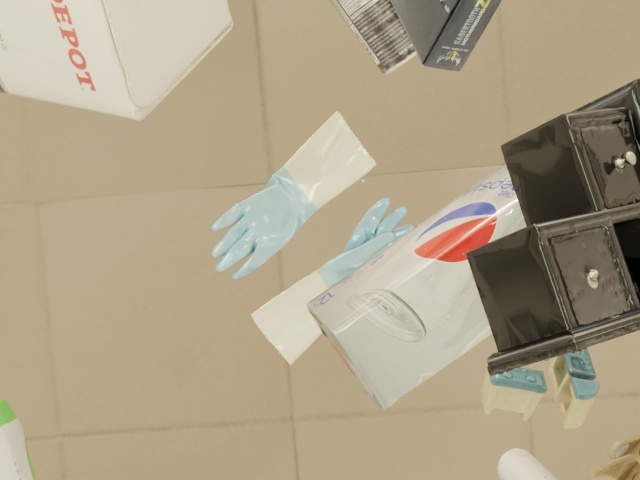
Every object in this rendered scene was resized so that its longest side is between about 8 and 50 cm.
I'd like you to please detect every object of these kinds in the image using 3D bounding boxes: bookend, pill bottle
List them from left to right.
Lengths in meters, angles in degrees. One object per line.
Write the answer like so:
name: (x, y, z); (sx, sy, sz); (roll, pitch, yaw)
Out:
pill bottle: (0.079, -0.385, 1.837); (0.130, 0.130, 0.246); (-35, 95, 3)
bookend: (0.157, -0.012, 0.760); (0.156, 0.072, 0.157); (-10, 79, -41)

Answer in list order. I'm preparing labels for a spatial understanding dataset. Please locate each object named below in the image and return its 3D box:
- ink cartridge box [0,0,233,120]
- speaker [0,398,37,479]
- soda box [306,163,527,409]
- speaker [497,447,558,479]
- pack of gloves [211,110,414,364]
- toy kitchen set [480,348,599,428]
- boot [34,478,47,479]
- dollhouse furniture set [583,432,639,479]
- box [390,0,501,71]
ink cartridge box: (-0.300, -0.289, 1.056); (0.395, 0.166, 0.285); (14, 137, 27)
speaker: (-0.361, 0.335, 1.356); (0.131, 0.131, 0.296); (-17, 92, 3)
soda box: (0.135, 0.025, 1.110); (0.286, 0.091, 0.098); (-34, 110, -6)
speaker: (0.275, 0.315, 1.568); (0.055, 0.136, 0.055); (-2, 100, -11)
pack of gloves: (0.000, 0.000, 1.388); (0.232, 0.046, 0.195); (-43, 114, -15)
toy kitchen set: (0.315, 0.155, 1.772); (0.166, 0.207, 0.122); (11, 121, -8)
boot: (-0.221, 0.293, 0.981); (0.207, 0.248, 0.090); (34, 114, 18)
dollhouse furniture set: (0.441, 0.323, 1.559); (0.151, 0.123, 0.144); (45, 123, 34)
box: (0.147, -0.346, 1.451); (0.059, 0.233, 0.183); (4, 136, -26)
